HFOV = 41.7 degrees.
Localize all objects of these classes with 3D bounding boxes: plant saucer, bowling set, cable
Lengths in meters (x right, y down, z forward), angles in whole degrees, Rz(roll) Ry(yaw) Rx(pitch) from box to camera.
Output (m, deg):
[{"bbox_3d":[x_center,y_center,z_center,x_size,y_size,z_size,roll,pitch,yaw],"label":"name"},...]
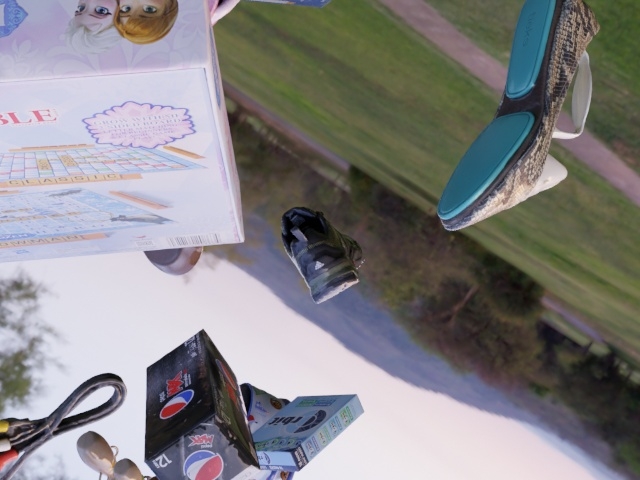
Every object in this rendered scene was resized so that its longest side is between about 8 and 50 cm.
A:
[{"bbox_3d":[-0.339,-0.018,1.835,0.199,0.198,0.036,33,-155,28],"label":"plant saucer"},{"bbox_3d":[-0.318,0.460,1.384,0.200,0.287,0.154,-5,137,15],"label":"bowling set"},{"bbox_3d":[-0.417,0.289,1.221,0.072,0.287,0.139,-143,42,-67],"label":"cable"}]

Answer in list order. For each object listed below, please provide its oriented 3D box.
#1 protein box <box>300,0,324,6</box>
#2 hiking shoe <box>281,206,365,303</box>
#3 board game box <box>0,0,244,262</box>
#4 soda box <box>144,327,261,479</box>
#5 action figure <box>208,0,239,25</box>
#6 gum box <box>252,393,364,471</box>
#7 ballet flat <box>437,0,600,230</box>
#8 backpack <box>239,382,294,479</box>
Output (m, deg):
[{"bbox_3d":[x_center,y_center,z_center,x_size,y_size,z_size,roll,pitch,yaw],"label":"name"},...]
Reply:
[{"bbox_3d":[-0.077,-0.510,1.530,0.201,0.136,0.200,3,-170,-8],"label":"protein box"},{"bbox_3d":[0.000,0.000,1.094,0.114,0.086,0.227,62,-178,-9],"label":"hiking shoe"},{"bbox_3d":[-0.217,-0.057,0.551,0.319,0.065,0.318,-5,164,-4],"label":"board game box"},{"bbox_3d":[-0.090,0.125,0.608,0.053,0.060,0.169,56,178,-16],"label":"soda box"},{"bbox_3d":[-0.215,-0.301,1.299,0.276,0.370,0.248,4,169,17],"label":"action figure"},{"bbox_3d":[-0.039,0.331,1.457,0.157,0.184,0.041,-13,105,45],"label":"gum box"},{"bbox_3d":[0.371,-0.205,1.443,0.182,0.482,0.164,28,169,-22],"label":"ballet flat"},{"bbox_3d":[-0.158,0.421,1.684,0.213,0.276,0.263,19,142,-18],"label":"backpack"}]
